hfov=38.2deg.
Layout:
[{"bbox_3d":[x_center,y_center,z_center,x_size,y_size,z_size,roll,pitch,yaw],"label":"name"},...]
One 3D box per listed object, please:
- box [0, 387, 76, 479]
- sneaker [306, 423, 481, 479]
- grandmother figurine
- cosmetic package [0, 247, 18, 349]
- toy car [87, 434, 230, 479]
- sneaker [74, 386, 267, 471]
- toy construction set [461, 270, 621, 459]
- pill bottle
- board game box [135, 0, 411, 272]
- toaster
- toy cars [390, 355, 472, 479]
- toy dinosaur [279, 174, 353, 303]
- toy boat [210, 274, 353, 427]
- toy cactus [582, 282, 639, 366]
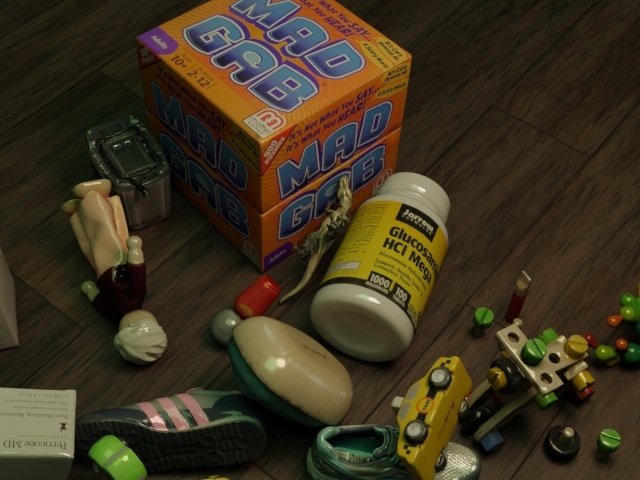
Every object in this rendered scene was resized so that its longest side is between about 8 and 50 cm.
[{"bbox_3d":[-0.475,0.316,1.404,0.181,0.182,0.119,6,49,-21],"label":"box"},{"bbox_3d":[0.120,0.351,1.472,0.283,0.122,0.110,3,51,-1],"label":"sneaker"},{"bbox_3d":[-0.360,0.060,1.649,0.104,0.208,0.342,-13,69,-33],"label":"grandmother figurine"},{"bbox_3d":[-0.621,0.091,1.599,0.151,0.183,0.151,-10,53,-11],"label":"cosmetic package"},{"bbox_3d":[-0.269,0.391,1.415,0.225,0.053,0.239,48,60,3],"label":"toy car"},{"bbox_3d":[-0.246,0.301,1.523,0.319,0.112,0.131,0,29,-1],"label":"sneaker"},{"bbox_3d":[0.355,0.185,1.544,0.258,0.237,0.308,-2,51,-5],"label":"toy construction set"},{"bbox_3d":[0.122,0.038,1.678,0.188,0.188,0.334,18,53,11],"label":"pill bottle"},{"bbox_3d":[-0.091,-0.237,1.781,0.357,0.356,0.356,-34,60,-26],"label":"board game box"},{"bbox_3d":[-0.367,-0.124,1.808,0.129,0.146,0.227,-26,56,-20],"label":"toaster"},{"bbox_3d":[0.146,0.367,1.390,0.087,0.393,0.176,7,5,35],"label":"toy cars"},{"bbox_3d":[0.000,0.000,1.681,0.064,0.118,0.268,30,83,7],"label":"toy dinosaur"},{"bbox_3d":[-0.081,0.197,1.552,0.148,0.267,0.318,-46,43,8],"label":"toy boat"},{"bbox_3d":[0.590,0.180,1.665,0.219,0.112,0.180,-29,77,-26],"label":"toy cactus"}]
